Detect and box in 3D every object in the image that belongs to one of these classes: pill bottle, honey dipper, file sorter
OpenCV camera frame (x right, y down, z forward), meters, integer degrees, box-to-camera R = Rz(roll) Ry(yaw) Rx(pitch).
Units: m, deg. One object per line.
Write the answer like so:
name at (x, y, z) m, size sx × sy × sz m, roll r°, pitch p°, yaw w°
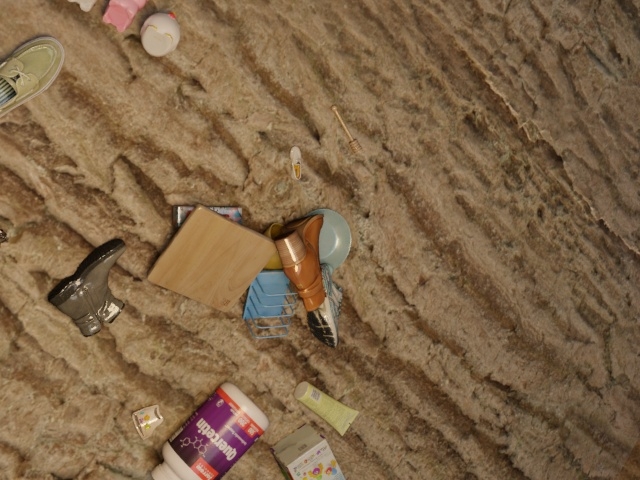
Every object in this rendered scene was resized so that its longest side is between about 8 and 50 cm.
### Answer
pill bottle at (-0.307, 0.562, 1.855) m, size 0.323 × 0.181 × 0.181 m, roll -46°, pitch 113°, yaw -14°
honey dipper at (0.077, -0.337, 2.020) m, size 0.030 × 0.030 × 0.160 m, roll -36°, pitch 109°, yaw -18°
file sorter at (-0.139, 0.182, 1.898) m, size 0.118 × 0.104 × 0.170 m, roll -1°, pitch 126°, yaw -25°

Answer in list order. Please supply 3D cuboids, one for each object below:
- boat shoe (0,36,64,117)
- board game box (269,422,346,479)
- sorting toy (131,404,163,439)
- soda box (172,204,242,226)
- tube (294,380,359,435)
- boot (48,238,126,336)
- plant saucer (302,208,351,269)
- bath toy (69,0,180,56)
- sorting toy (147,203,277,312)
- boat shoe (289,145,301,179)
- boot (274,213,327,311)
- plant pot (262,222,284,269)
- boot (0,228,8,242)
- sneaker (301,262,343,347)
boat shoe at (-0.727, -0.371, 1.589) m, size 0.302 × 0.094 × 0.109 m, roll -49°, pitch 113°, yaw -13°
board game box at (-0.018, 0.725, 2.036) m, size 0.144 × 0.142 × 0.275 m, roll -30°, pitch 108°, yaw -20°
sorting toy at (-0.474, 0.491, 1.846) m, size 0.075 × 0.045 × 0.083 m, roll -22°, pitch 105°, yaw -30°
soda box at (-0.312, -0.066, 1.844) m, size 0.183 × 0.063 × 0.058 m, roll -1°, pitch 97°, yaw -26°
tube at (0.017, 0.520, 2.082) m, size 0.070 × 0.062 × 0.240 m, roll -33°, pitch 123°, yaw 28°
boot at (-0.567, 0.123, 1.745) m, size 0.246 × 0.083 × 0.161 m, roll -44°, pitch 119°, yaw -9°
plant saucer at (0.000, 0.000, 2.018) m, size 0.195 × 0.037 × 0.194 m, roll -4°, pitch 98°, yaw -25°
bath toy at (-0.496, -0.608, 1.664) m, size 0.348 × 0.129 × 0.151 m, roll 35°, pitch 125°, yaw -23°
sorting toy at (-0.293, 0.037, 1.808) m, size 0.256 × 0.089 × 0.257 m, roll 28°, pitch 113°, yaw -30°
boat shoe at (-0.070, -0.226, 1.958) m, size 0.035 × 0.035 × 0.100 m, roll 0°, pitch 97°, yaw -26°
boot at (-0.024, 0.052, 1.861) m, size 0.109 × 0.283 × 0.220 m, roll -18°, pitch 104°, yaw 17°
plant pot at (-0.133, 0.031, 1.915) m, size 0.095 × 0.134 × 0.134 m, roll -32°, pitch 116°, yaw 26°
boot at (-0.841, 0.059, 1.588) m, size 0.229 × 0.091 × 0.263 m, roll -41°, pitch 109°, yaw -15°
sneaker at (0.026, 0.196, 2.004) m, size 0.122 × 0.110 × 0.282 m, roll -34°, pitch 124°, yaw -32°
